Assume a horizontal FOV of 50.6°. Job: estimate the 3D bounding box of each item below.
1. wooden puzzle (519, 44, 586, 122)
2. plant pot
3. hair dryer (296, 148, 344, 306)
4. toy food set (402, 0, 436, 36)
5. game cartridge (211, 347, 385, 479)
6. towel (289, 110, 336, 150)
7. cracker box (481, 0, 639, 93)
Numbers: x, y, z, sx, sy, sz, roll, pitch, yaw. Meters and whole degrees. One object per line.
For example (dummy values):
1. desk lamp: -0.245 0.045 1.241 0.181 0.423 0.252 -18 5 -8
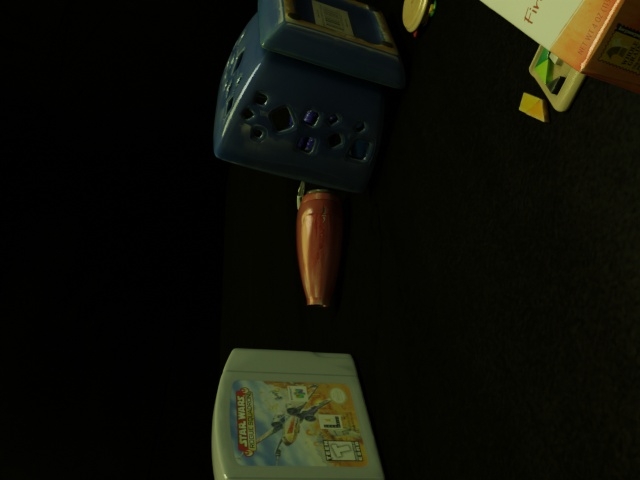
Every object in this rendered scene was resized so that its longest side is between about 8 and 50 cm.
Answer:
1. wooden puzzle: 0.190 -0.146 0.534 0.078 0.014 0.116 -104 26 -57
2. plant pot: -0.014 -0.236 0.988 0.236 0.236 0.212 -97 26 -49
3. hair dryer: 0.000 0.000 1.171 0.293 0.080 0.223 -90 -1 -51
4. toy food set: 0.128 -0.308 0.875 0.083 0.020 0.082 144 132 -71
5. game cartridge: -0.034 0.241 0.839 0.297 0.198 0.062 -105 27 -58
6. towel: -0.015 -0.318 1.352 0.308 0.076 0.227 -97 20 -48
7. cracker box: 0.186 -0.211 0.452 0.232 0.067 0.155 -103 31 -58
